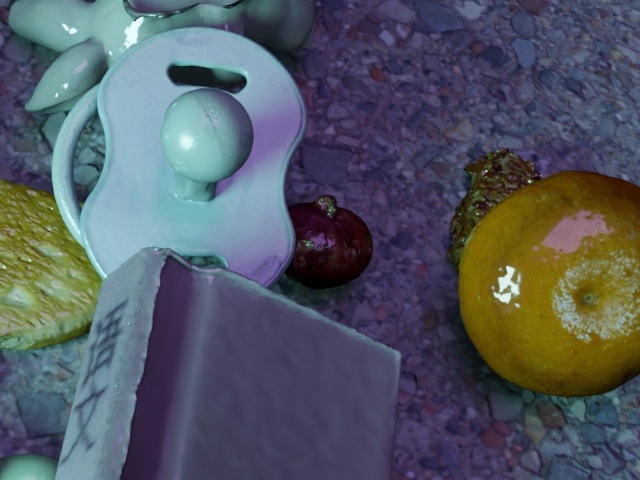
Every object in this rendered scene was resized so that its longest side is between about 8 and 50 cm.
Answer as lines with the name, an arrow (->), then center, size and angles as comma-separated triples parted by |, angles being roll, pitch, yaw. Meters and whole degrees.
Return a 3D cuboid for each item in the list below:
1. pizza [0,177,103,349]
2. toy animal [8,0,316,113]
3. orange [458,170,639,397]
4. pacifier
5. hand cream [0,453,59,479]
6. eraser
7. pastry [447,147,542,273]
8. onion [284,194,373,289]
pizza -> -0.307, 0.011, 1.309 | 0.262, 0.034, 0.181 | 23, 55, -2
toy animal -> -0.154, -0.230, 1.436 | 0.325, 0.154, 0.208 | -8, 54, -13
orange -> 0.237, 0.040, 1.329 | 0.224, 0.170, 0.224 | -1, 96, -11
pacifier -> -0.122, -0.080, 1.264 | 0.238, 0.226, 0.287 | 11, 74, -9
hand cream -> -0.239, 0.321, 1.092 | 0.147, 0.093, 0.305 | 3, 59, -8
eraser -> -0.079, 0.216, 1.140 | 0.272, 0.122, 0.359 | 25, 52, -25
pastry -> 0.186, -0.034, 1.445 | 0.087, 0.063, 0.169 | 17, 56, 0
onion -> 0.000, 0.000, 1.359 | 0.107, 0.097, 0.107 | 15, 26, -7
